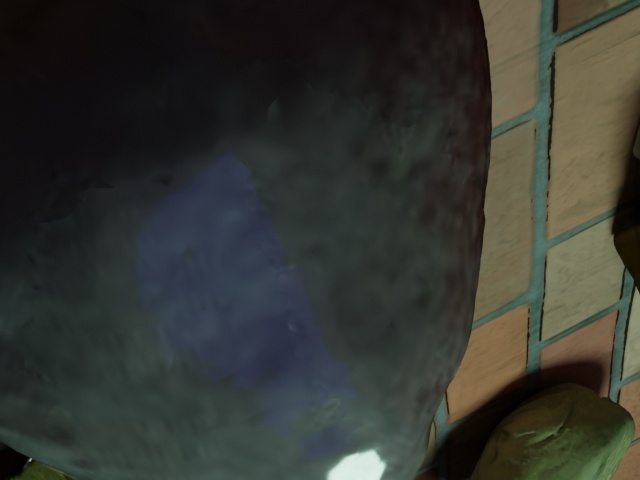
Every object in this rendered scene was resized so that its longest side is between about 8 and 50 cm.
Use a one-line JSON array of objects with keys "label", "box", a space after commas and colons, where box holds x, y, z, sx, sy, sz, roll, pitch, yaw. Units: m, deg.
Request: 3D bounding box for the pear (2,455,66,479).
[{"label": "pear", "box": [-0.126, 0.238, 1.296, 0.267, 0.178, 0.267, -50, 163, -20]}]

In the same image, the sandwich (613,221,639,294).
[{"label": "sandwich", "box": [0.334, 0.001, 1.438, 0.155, 0.198, 0.227, -27, 123, -4]}]

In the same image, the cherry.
[{"label": "cherry", "box": [-0.080, -0.035, 0.819, 0.326, 0.291, 0.335, -2, 100, -21]}]

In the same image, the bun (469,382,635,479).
[{"label": "bun", "box": [0.209, 0.230, 1.729, 0.237, 0.116, 0.210, -37, 155, -44]}]

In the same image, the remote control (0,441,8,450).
[{"label": "remote control", "box": [-0.216, 0.077, 1.149, 0.078, 0.042, 0.221, -21, 150, -20]}]

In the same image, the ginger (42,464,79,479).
[{"label": "ginger", "box": [-0.058, 0.097, 1.202, 0.354, 0.190, 0.126, -20, 123, -62]}]

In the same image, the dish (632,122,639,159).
[{"label": "dish", "box": [0.332, -0.133, 1.331, 0.154, 0.064, 0.234, -22, 150, -16]}]
